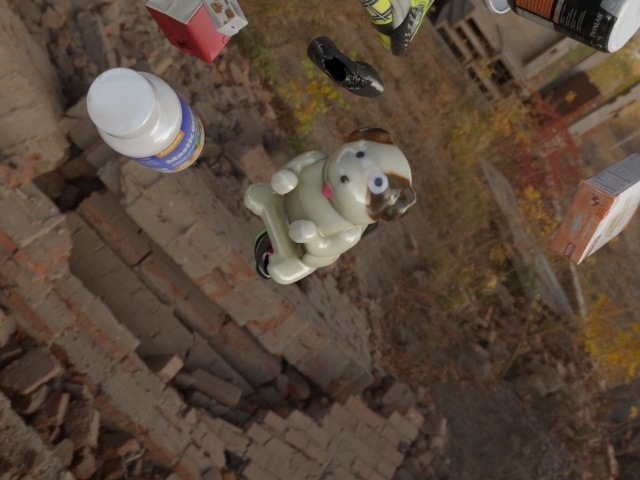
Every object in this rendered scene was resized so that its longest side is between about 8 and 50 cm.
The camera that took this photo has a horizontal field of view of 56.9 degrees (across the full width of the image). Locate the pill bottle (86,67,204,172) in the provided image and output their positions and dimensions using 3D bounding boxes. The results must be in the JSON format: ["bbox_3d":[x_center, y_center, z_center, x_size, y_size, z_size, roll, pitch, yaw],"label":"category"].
[{"bbox_3d":[-0.317,-0.218,1.086,0.152,0.152,0.272,58,1,3],"label":"pill bottle"}]

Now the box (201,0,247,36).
[{"bbox_3d":[-0.280,-0.652,1.435,0.323,0.063,0.067,63,21,6],"label":"box"}]

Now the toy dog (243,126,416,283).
[{"bbox_3d":[0.055,-0.089,1.432,0.396,0.408,0.284,-3,73,-30],"label":"toy dog"}]

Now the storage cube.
[{"bbox_3d":[-0.397,-0.716,1.864,0.184,0.214,0.193,31,-10,20],"label":"storage cube"}]

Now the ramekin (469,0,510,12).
[{"bbox_3d":[0.570,-0.865,1.954,0.109,0.207,0.207,26,5,41],"label":"ramekin"}]

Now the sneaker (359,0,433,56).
[{"bbox_3d":[0.109,-0.442,0.973,0.147,0.145,0.384,27,-6,13],"label":"sneaker"}]

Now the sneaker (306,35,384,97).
[{"bbox_3d":[0.085,-0.501,1.797,0.287,0.109,0.130,20,32,-32],"label":"sneaker"}]

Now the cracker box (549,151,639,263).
[{"bbox_3d":[0.553,-0.066,1.139,0.232,0.155,0.067,-24,49,-37],"label":"cracker box"}]

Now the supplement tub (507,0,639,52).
[{"bbox_3d":[0.597,-0.605,1.407,0.338,0.207,0.207,39,19,28],"label":"supplement tub"}]

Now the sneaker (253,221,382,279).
[{"bbox_3d":[0.000,0.000,1.809,0.185,0.483,0.202,48,29,-28],"label":"sneaker"}]
